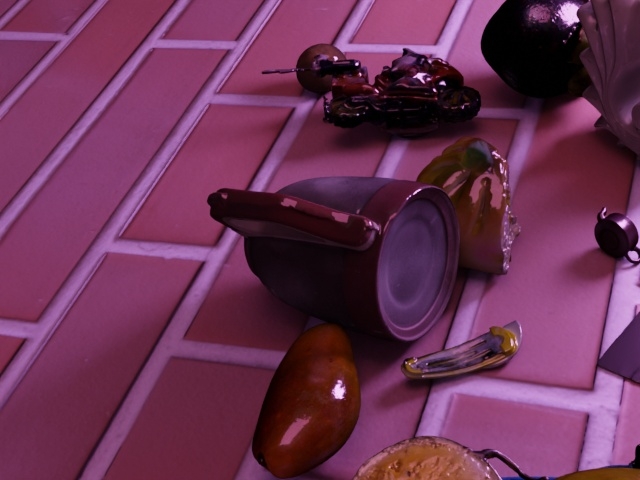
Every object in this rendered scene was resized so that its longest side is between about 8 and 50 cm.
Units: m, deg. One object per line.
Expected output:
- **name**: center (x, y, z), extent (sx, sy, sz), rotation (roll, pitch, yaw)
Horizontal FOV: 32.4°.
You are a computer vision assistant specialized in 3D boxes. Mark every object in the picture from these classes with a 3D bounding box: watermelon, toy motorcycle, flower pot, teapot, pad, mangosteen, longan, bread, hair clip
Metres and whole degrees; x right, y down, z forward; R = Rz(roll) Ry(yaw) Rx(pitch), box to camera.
- **watermelon**: center (0.127, 0.343, 1.298), extent (0.204, 0.127, 0.232), rotation (22, 52, 35)
- **toy motorcycle**: center (0.094, -0.281, 2.054), extent (0.401, 0.134, 0.207), rotation (-4, 39, 7)
- **flower pot**: center (0.539, -0.300, 1.774), extent (0.165, 0.367, 0.254), rotation (-26, 40, -10)
- **teapot**: center (0.000, 0.000, 1.620), extent (0.312, 0.315, 0.233), rotation (9, 76, 35)
- **pad**: center (0.525, 0.166, 1.504), extent (0.243, 0.004, 0.164), rotation (24, 51, 36)
- **teapot**: center (0.459, -0.008, 1.685), extent (0.045, 0.068, 0.100), rotation (-33, 79, -26)
- **mangosteen**: center (0.421, -0.355, 1.997), extent (0.243, 0.243, 0.243), rotation (-7, 39, 6)
- **longan**: center (0.003, -0.341, 2.186), extent (0.106, 0.106, 0.119), rotation (-4, 1, 11)
- **bread**: center (0.224, -0.056, 1.735), extent (0.156, 0.158, 0.260), rotation (-27, 39, -12)
- **hair clip**: center (0.205, 0.165, 1.566), extent (0.188, 0.033, 0.060), rotation (-16, 41, -9)

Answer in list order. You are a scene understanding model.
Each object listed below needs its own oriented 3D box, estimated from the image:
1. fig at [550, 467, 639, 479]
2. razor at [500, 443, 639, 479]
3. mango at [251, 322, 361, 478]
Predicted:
- **fig**: center (0.341, 0.362, 1.136), extent (0.326, 0.258, 0.258), rotation (-1, 36, -18)
- **razor**: center (0.285, 0.308, 1.370), extent (0.253, 0.042, 0.082), rotation (-9, 80, 7)
- **mango**: center (-0.010, 0.219, 1.495), extent (0.133, 0.111, 0.267), rotation (-12, 33, 26)
